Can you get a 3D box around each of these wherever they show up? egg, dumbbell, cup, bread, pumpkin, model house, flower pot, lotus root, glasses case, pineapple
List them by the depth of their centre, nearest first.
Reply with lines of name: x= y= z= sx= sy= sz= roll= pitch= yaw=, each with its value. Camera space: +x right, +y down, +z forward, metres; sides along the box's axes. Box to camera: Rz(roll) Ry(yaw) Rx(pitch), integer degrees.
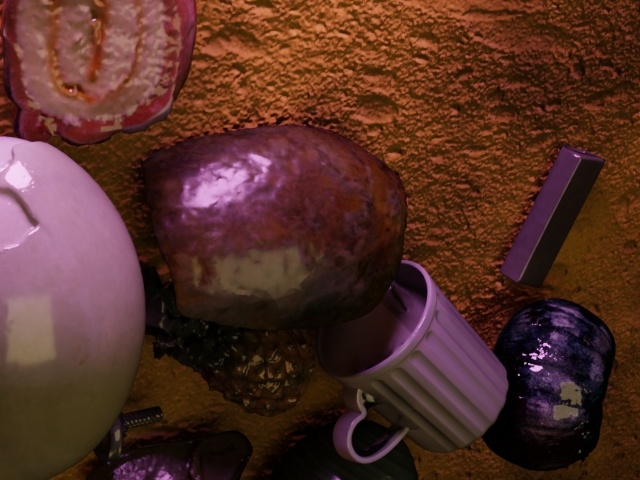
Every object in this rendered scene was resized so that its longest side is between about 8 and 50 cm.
bread: x=-0.211 y=-0.224 z=1.488 sx=0.190 sy=0.123 sz=0.244 roll=-4 pitch=122 yaw=-12
egg: x=-0.306 y=0.057 z=1.491 sx=0.278 sy=0.278 sz=0.336 roll=-8 pitch=117 yaw=-31
lotus root: x=-0.036 y=-0.008 z=1.700 sx=0.314 sy=0.142 sz=0.210 roll=-6 pitch=116 yaw=-20
dumbbell: x=-0.292 y=0.218 z=1.725 sx=0.254 sy=0.081 sz=0.081 roll=-11 pitch=121 yaw=-31
pineapple: x=-0.122 y=0.111 z=1.764 sx=0.248 sy=0.128 sz=0.128 roll=29 pitch=97 yaw=-35
model house: x=-0.181 y=0.329 z=1.859 sx=0.203 sy=0.141 sz=0.164 roll=-3 pitch=142 yaw=-11
cup: x=0.098 y=0.165 z=1.893 sx=0.221 sy=0.167 sz=0.202 roll=-42 pitch=124 yaw=5
flower pot: x=0.022 y=0.341 z=1.962 sx=0.189 sy=0.157 sz=0.243 roll=32 pitch=89 yaw=-40
glasses case: x=0.300 y=-0.030 z=2.018 sx=0.072 sy=0.042 sz=0.190 roll=13 pitch=108 yaw=-46
pumpkin: x=0.293 y=0.190 z=2.028 sx=0.233 sy=0.163 sz=0.233 roll=14 pitch=90 yaw=-80
